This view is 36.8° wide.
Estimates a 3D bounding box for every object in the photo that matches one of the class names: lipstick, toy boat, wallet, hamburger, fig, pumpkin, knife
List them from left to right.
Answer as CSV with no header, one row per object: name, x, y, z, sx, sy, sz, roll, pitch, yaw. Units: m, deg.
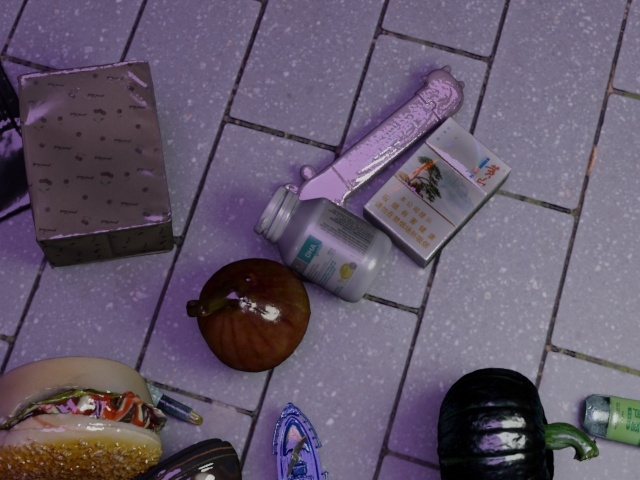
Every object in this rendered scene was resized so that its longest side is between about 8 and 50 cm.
wallet,-0.641,-0.176,1.753,0.247,0.041,0.323,-26,81,-5
hamburger,-0.390,0.303,1.488,0.302,0.302,0.170,-10,58,-2
lipstick,-0.251,0.280,1.623,0.116,0.037,0.037,26,76,4
fig,-0.120,0.119,1.584,0.205,0.205,0.205,0,75,1
toy boat,-0.037,0.347,1.561,0.091,0.110,0.175,-8,73,-2
knife,0.107,-0.163,1.732,0.398,0.038,0.132,-40,89,-6
pumpkin,0.302,0.315,1.487,0.248,0.248,0.248,0,75,1

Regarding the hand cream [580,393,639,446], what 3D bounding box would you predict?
hand cream,0.522,0.301,1.598,0.175,0.046,0.095,11,72,2

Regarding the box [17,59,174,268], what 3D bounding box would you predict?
box,-0.380,-0.124,1.646,0.225,0.190,0.297,-9,73,-9

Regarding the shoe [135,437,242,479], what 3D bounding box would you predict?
shoe,-0.238,0.501,1.488,0.384,0.171,0.237,-41,71,-8

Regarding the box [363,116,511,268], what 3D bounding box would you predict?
box,0.206,-0.085,1.699,0.149,0.067,0.233,42,79,11

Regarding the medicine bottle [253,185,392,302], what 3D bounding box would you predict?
medicine bottle,0.000,0.000,1.628,0.215,0.135,0.135,31,77,-2
